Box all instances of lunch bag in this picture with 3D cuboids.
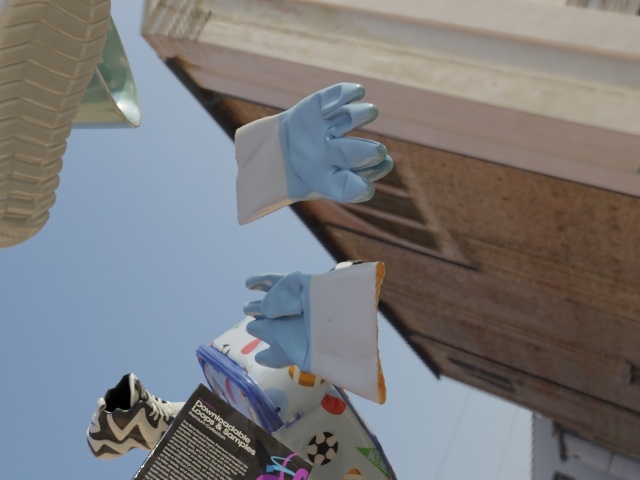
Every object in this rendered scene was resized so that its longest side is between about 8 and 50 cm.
[{"bbox_3d":[-0.027,0.241,0.969,0.115,0.243,0.303,-33,-70,-21],"label":"lunch bag"}]

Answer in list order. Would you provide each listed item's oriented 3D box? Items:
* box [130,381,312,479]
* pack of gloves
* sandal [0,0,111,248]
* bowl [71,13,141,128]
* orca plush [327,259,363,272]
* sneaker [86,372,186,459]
[{"bbox_3d":[-0.080,0.190,0.591,0.029,0.116,0.162,-51,3,33],"label":"box"},{"bbox_3d":[0.000,0.000,0.575,0.046,0.232,0.195,-2,-91,-25],"label":"pack of gloves"},{"bbox_3d":[-0.383,-0.181,1.008,0.169,0.102,0.416,-16,-47,-61],"label":"sandal"},{"bbox_3d":[-0.408,-0.295,1.239,0.311,0.163,0.312,-19,-90,-89],"label":"bowl"},{"bbox_3d":[0.013,0.119,1.500,0.287,0.151,0.102,-82,-10,-77],"label":"orca plush"},{"bbox_3d":[-0.319,0.313,1.522,0.235,0.094,0.153,-4,-54,-24],"label":"sneaker"}]
